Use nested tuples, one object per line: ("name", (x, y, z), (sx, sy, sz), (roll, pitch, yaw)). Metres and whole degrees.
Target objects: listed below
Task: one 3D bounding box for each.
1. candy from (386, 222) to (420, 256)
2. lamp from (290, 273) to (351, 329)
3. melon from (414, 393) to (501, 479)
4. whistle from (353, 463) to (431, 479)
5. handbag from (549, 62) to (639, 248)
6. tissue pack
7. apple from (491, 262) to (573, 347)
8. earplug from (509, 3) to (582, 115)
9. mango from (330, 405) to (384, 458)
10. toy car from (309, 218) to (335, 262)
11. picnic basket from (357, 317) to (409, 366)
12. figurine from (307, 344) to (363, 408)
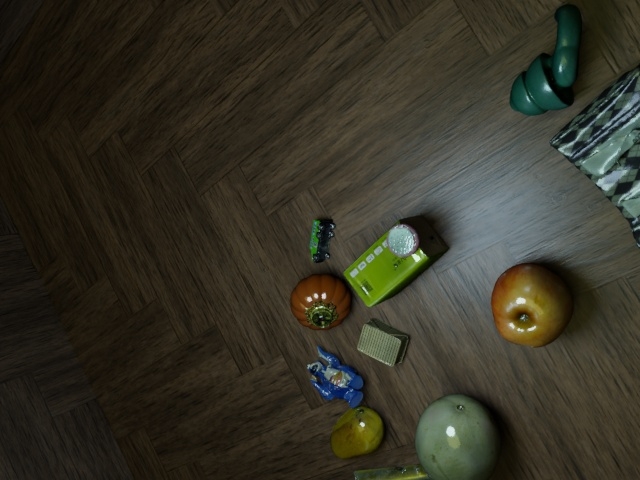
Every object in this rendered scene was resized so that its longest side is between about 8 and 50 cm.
("candy", (0.249, -0.001, 1.664), (0.103, 0.043, 0.103), (3, 96, 33))
("lamp", (0.001, 0.221, 1.998), (0.223, 0.196, 0.223), (-2, 122, -3))
("melon", (0.438, 0.649, 1.779), (0.269, 0.268, 0.330), (12, 126, 28))
("whistle", (0.264, 0.867, 2.038), (0.327, 0.057, 0.067), (-21, 68, 30))
("handbag", (0.847, -0.206, 1.450), (0.416, 0.180, 0.316), (49, 127, 8))
("tissue pack", (0.248, 0.067, 1.821), (0.275, 0.200, 0.167), (-44, 74, 29))
("apple", (0.603, 0.193, 1.611), (0.242, 0.241, 0.242), (5, 102, 27))
("earplug", (0.624, -0.480, 1.527), (0.280, 0.164, 0.257), (-39, 72, 41))
("mango", (0.129, 0.719, 2.054), (0.167, 0.130, 0.262), (51, 125, 7))
("toy car", (0.000, 0.000, 2.033), (0.063, 0.071, 0.165), (23, 111, 41))
("picnic basket", (0.221, 0.359, 1.960), (0.164, 0.079, 0.115), (23, 110, 25))
("figurine", (0.058, 0.514, 2.073), (0.262, 0.121, 0.164), (33, 108, 40))
